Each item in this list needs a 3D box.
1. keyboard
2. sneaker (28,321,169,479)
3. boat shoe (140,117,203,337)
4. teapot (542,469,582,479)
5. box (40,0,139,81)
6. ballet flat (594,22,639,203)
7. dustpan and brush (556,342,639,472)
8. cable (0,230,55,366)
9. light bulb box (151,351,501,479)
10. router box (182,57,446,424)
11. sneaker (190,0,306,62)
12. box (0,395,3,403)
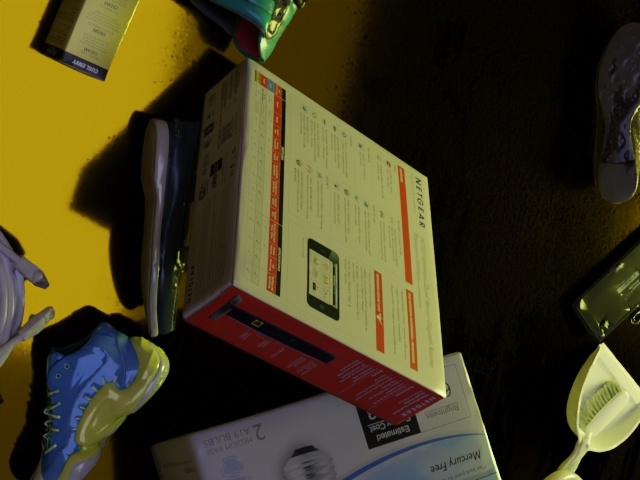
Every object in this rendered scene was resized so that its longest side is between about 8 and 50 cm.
[{"bbox_3d":[0.456,0.072,1.686,0.180,0.023,0.108,-41,110,-9],"label":"keyboard"},{"bbox_3d":[-0.293,0.196,1.343,0.126,0.091,0.240,41,85,-10],"label":"sneaker"},{"bbox_3d":[-0.167,-0.014,1.330,0.079,0.095,0.254,1,91,-21],"label":"boat shoe"},{"bbox_3d":[0.275,0.481,1.603,0.256,0.252,0.187,-33,144,29],"label":"teapot"},{"bbox_3d":[-0.223,-0.292,1.234,0.058,0.087,0.232,22,92,-30],"label":"box"},{"bbox_3d":[0.420,-0.175,1.589,0.084,0.058,0.250,4,98,10],"label":"ballet flat"},{"bbox_3d":[0.399,0.276,1.690,0.211,0.060,0.147,-47,118,-7],"label":"dustpan and brush"},{"bbox_3d":[-0.440,0.061,1.189,0.257,0.089,0.257,-48,116,-27],"label":"cable"},{"bbox_3d":[0.029,0.362,1.377,0.358,0.225,0.361,-15,83,-21],"label":"light bulb box"},{"bbox_3d":[0.000,0.000,1.286,0.301,0.335,0.082,31,131,-30],"label":"router box"},{"bbox_3d":[-0.030,-0.285,1.300,0.295,0.124,0.178,11,94,-19],"label":"sneaker"},{"bbox_3d":[-0.441,0.181,1.288,0.137,0.027,0.094,-34,114,-14],"label":"box"}]
